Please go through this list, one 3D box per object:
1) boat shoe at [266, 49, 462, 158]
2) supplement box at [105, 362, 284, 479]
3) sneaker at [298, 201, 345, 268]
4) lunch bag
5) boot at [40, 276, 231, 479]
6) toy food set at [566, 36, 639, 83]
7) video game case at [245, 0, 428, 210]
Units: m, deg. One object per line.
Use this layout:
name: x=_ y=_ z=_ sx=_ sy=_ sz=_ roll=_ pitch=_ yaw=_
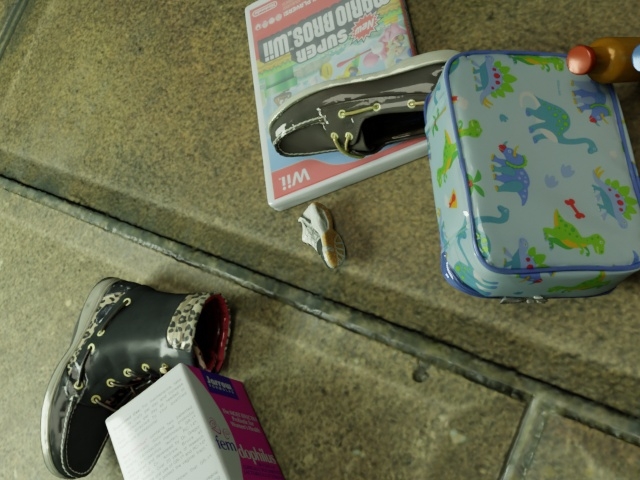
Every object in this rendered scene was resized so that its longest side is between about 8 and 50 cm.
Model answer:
boat shoe: x=0.047 y=-0.125 z=0.858 sx=0.227 sy=0.081 sz=0.069 roll=-16 pitch=61 yaw=22
supplement box: x=-0.108 y=0.248 z=0.827 sx=0.114 sy=0.111 sz=0.220 roll=-39 pitch=58 yaw=13
sneaker: x=0.000 y=0.000 z=0.907 sx=0.037 sy=0.032 sz=0.083 roll=-39 pitch=51 yaw=29
lunch bag: x=0.188 y=-0.056 z=0.738 sx=0.176 sy=0.090 sz=0.219 roll=-2 pitch=68 yaw=-11
boot: x=-0.205 y=0.154 z=0.930 sx=0.178 sy=0.085 sz=0.236 roll=1 pitch=67 yaw=32
toy food set: x=0.309 y=-0.092 z=0.670 sx=0.111 sy=0.104 sz=0.232 roll=-48 pitch=63 yaw=45
video game case: x=0.014 y=-0.194 z=0.969 sx=0.204 sy=0.025 sz=0.285 roll=-20 pitch=64 yaw=23
